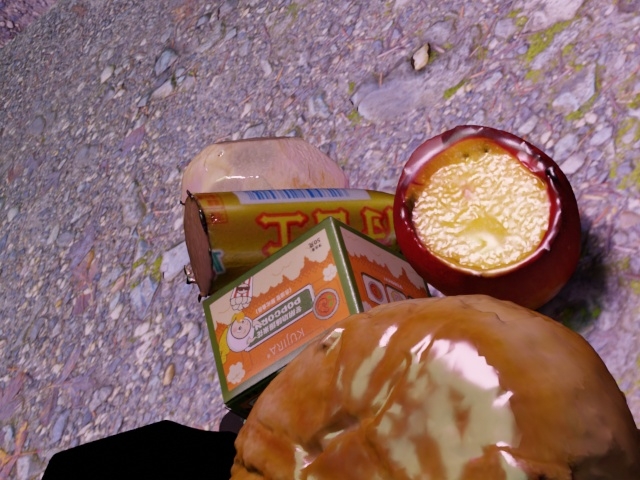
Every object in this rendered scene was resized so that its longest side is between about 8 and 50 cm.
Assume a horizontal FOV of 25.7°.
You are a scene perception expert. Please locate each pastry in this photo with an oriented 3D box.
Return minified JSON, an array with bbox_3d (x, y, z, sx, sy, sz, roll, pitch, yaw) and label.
[{"bbox_3d":[0.102,0.242,1.194,0.409,0.245,0.410,-16,63,35],"label":"pastry"}]

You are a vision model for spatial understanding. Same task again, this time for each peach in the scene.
[{"bbox_3d":[0.173,-0.021,1.450,0.226,0.189,0.196,-134,44,-79],"label":"peach"}]

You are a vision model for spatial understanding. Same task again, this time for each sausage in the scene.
[{"bbox_3d":[0.000,0.002,1.618,0.117,0.317,0.125,-120,33,-56],"label":"sausage"}]

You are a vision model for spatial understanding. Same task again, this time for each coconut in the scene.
[{"bbox_3d":[-0.072,-0.029,1.766,0.197,0.237,0.237,-36,34,27],"label":"coconut"}]

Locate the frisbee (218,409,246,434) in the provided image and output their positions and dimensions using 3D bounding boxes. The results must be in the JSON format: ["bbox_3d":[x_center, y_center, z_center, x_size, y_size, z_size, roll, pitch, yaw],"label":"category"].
[{"bbox_3d":[-0.123,0.308,1.665,0.187,0.012,0.211,-48,32,4],"label":"frisbee"}]

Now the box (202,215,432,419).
[{"bbox_3d":[0.007,0.104,1.535,0.195,0.177,0.148,-33,54,25],"label":"box"}]

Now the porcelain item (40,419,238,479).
[{"bbox_3d":[-0.138,0.318,1.411,0.281,0.286,0.157,-19,43,38],"label":"porcelain item"}]
